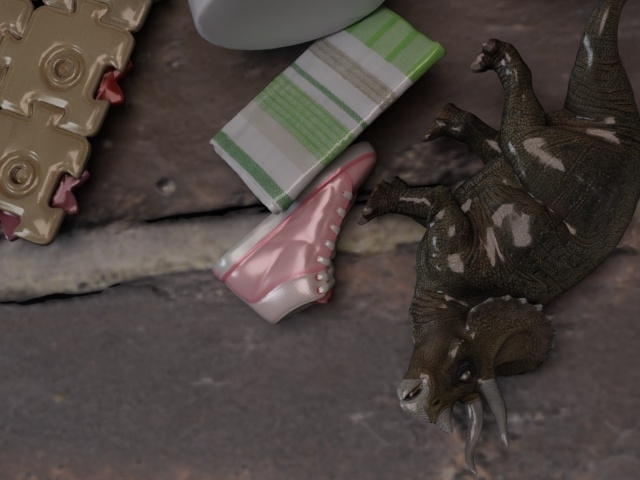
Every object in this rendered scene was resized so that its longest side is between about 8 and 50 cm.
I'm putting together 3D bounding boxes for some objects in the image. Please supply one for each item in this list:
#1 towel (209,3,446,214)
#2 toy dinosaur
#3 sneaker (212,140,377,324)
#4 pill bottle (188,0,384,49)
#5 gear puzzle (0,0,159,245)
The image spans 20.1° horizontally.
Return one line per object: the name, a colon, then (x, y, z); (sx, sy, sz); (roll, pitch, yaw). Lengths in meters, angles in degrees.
towel: (0.005, -0.090, 1.190); (0.152, 0.023, 0.113); (-43, 36, 0)
toy dinosaur: (0.129, -0.023, 1.145); (0.160, 0.121, 0.313); (37, 84, 4)
sneaker: (0.000, 0.000, 1.187); (0.134, 0.051, 0.070); (-42, 81, 0)
pill bottle: (-0.049, -0.283, 1.191); (0.161, 0.161, 0.283); (-18, 74, 8)
gear puzzle: (-0.193, -0.169, 1.269); (0.175, 0.044, 0.339); (19, 80, 17)
